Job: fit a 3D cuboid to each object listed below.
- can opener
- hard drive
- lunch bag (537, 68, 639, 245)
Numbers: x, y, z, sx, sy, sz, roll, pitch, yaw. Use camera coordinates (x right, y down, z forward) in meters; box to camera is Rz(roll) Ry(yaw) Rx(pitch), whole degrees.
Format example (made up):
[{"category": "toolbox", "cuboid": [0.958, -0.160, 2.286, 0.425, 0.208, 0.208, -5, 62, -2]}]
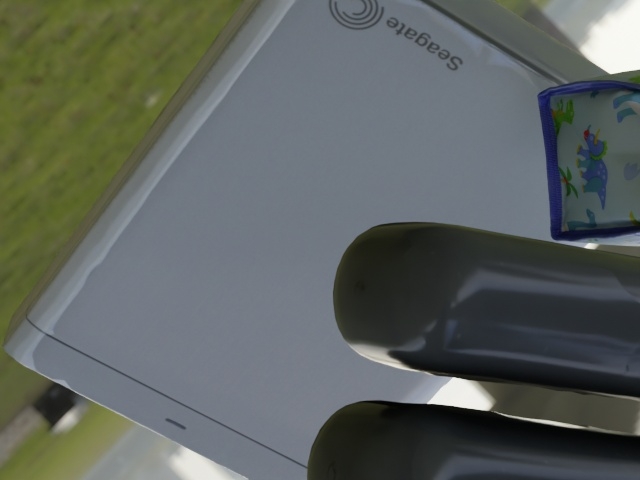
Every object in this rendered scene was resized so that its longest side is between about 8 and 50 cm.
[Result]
[{"category": "can opener", "cuboid": [0.134, 0.046, 0.391, 0.093, 0.280, 0.074, 178, -79, -66]}, {"category": "hard drive", "cuboid": [0.000, 0.000, 1.012, 0.353, 0.233, 0.047, -49, -160, 34]}, {"category": "lunch bag", "cuboid": [0.200, -0.042, 0.842, 0.129, 0.096, 0.151, -7, 180, -32]}]
